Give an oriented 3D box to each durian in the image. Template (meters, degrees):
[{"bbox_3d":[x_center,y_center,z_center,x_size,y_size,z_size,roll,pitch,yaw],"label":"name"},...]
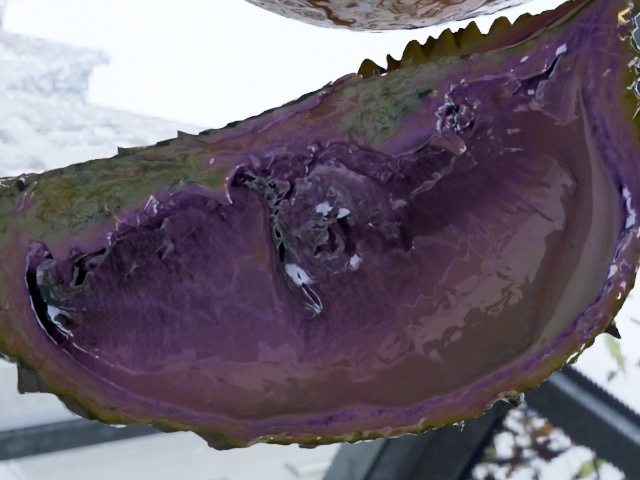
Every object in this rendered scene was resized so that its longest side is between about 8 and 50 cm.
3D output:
[{"bbox_3d":[-0.001,0.001,0.616,0.112,0.341,0.191,-102,173,-59],"label":"durian"}]

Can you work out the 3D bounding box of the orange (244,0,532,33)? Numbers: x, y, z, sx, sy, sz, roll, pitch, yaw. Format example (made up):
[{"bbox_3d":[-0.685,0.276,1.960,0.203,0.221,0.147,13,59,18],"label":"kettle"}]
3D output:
[{"bbox_3d":[0.051,-0.312,0.657,0.326,0.424,0.424,41,-53,19],"label":"orange"}]
